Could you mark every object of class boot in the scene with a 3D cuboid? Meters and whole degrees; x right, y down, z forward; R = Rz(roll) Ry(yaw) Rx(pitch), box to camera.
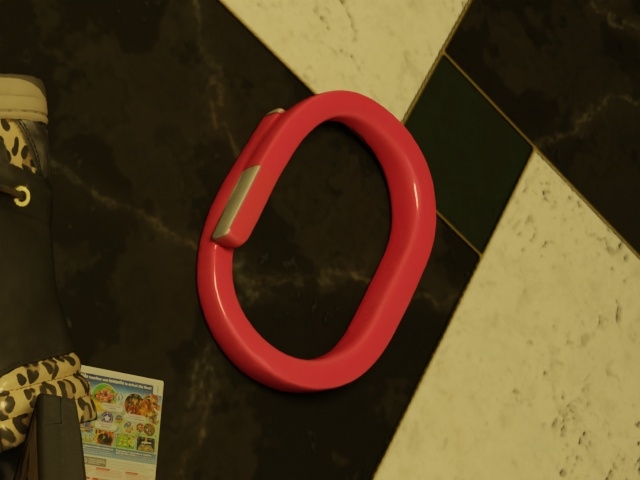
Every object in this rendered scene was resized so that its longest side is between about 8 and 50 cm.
[{"bbox_3d":[-0.334,0.035,1.231,0.377,0.138,0.284,-13,88,-45],"label":"boot"}]

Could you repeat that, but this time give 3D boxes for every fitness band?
[{"bbox_3d":[0.000,0.000,1.553,0.209,0.054,0.290,43,58,-26],"label":"fitness band"}]

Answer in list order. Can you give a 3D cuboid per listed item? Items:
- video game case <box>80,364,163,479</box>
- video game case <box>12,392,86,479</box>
[{"bbox_3d":[-0.172,0.168,1.401,0.087,0.011,0.122,15,71,-34],"label":"video game case"},{"bbox_3d":[-0.202,0.272,1.132,0.035,0.275,0.248,13,109,-16],"label":"video game case"}]
